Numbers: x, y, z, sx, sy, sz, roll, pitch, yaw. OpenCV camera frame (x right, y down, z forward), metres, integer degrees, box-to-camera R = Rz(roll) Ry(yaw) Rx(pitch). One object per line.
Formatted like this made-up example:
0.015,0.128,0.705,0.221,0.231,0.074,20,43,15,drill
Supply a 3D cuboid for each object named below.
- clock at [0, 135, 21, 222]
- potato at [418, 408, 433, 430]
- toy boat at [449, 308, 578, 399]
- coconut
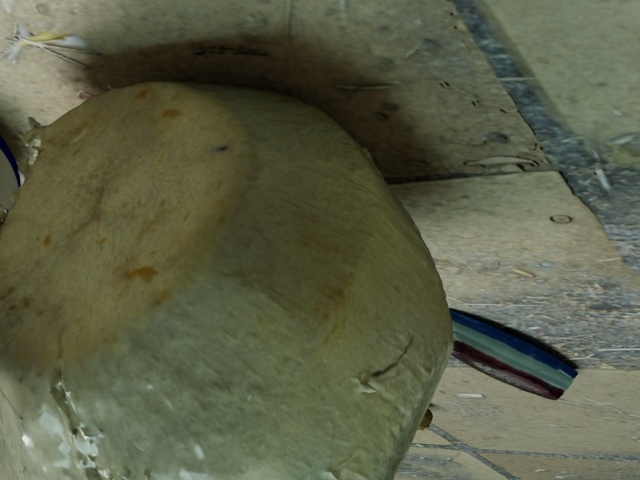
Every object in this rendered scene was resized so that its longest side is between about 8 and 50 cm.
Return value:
-0.377,-0.044,0.892,0.230,0.083,0.230,2,141,2,clock
0.127,0.261,1.564,0.083,0.040,0.051,2,145,19,potato
0.211,0.134,1.199,0.080,0.046,0.228,-7,155,44,toy boat
-0.080,0.077,0.783,0.346,0.346,0.360,-1,148,28,coconut
